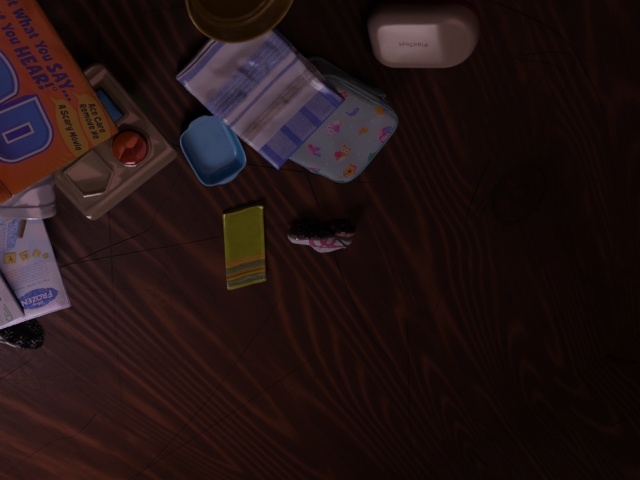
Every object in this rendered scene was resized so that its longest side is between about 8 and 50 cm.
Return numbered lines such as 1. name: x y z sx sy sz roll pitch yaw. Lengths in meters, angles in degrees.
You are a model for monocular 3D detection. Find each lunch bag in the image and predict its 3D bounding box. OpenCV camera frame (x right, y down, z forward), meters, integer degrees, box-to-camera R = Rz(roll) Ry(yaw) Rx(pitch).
1. lunch bag: 0.023 -0.257 1.927 0.279 0.108 0.224 21 112 -43

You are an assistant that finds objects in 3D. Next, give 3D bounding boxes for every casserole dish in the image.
1. casserole dish: -0.226 -0.194 1.873 0.114 0.037 0.188 -31 139 -6

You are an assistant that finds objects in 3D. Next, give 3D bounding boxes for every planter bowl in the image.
1. planter bowl: -0.156 -0.474 1.625 0.217 0.090 0.217 -19 136 -19

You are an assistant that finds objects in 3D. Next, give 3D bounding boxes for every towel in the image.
1. towel: -0.176 0.017 2.109 0.102 0.021 0.237 -18 135 -20
2. towel: -0.116 -0.299 1.764 0.209 0.034 0.285 -44 110 11

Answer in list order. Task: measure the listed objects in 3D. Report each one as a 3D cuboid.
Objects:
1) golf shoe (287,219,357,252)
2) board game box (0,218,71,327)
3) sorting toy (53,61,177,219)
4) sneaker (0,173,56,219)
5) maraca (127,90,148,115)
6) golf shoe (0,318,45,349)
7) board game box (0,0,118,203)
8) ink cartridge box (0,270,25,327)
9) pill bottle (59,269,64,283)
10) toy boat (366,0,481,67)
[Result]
1. golf shoe: 0.000 0.000 2.173 0.186 0.067 0.086 -1 129 -33
2. board game box: -0.671 0.030 1.696 0.318 0.066 0.318 -18 117 -18
3. sorting toy: -0.443 -0.144 1.630 0.307 0.041 0.229 -37 115 5
4. sneaker: -0.607 -0.127 1.550 0.292 0.108 0.169 -1 111 -16
5. maraca: -0.414 -0.218 1.685 0.185 0.099 0.127 -10 106 -7
6. golf shoe: -0.673 0.177 1.877 0.198 0.077 0.094 28 149 -28
7. board game box: -0.570 -0.267 1.298 0.356 0.356 0.357 -33 129 -7
8. ink cartridge box: -0.693 0.096 1.645 0.224 0.045 0.223 -27 119 -12
9. pill bottle: -0.611 0.098 1.848 0.152 0.086 0.086 1 127 -34
10. toy boat: 0.218 -0.449 1.862 0.231 0.151 0.151 5 140 19
